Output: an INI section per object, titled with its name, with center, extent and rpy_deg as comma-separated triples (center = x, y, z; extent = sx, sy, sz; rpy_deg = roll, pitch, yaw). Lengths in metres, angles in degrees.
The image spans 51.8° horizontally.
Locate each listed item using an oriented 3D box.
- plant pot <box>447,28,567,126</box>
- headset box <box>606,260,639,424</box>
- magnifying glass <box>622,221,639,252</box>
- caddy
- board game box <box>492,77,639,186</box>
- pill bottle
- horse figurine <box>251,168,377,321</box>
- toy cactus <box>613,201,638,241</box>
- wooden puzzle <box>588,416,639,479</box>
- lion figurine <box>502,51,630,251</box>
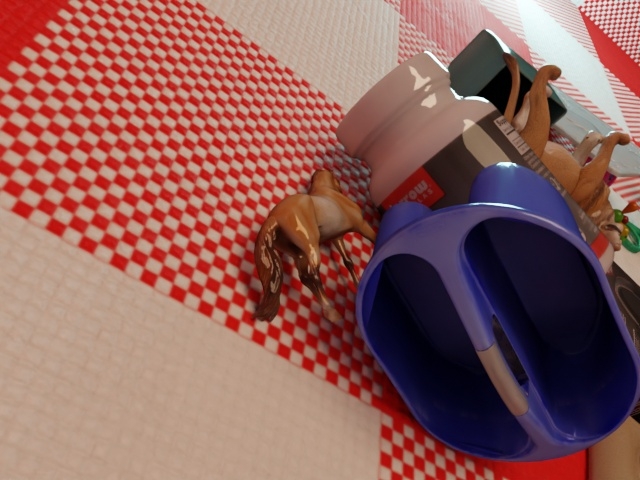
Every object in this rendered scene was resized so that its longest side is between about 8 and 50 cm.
[plant pot]
center = 0.346, -0.304, 1.312
extent = 0.165, 0.165, 0.234
rpy_deg = 30, 36, -23
[headset box]
center = 0.479, 0.166, 1.057
extent = 0.293, 0.110, 0.218
rpy_deg = 42, 37, -8
[magnifying glass]
center = 0.762, -0.009, 1.580
extent = 0.230, 0.026, 0.092
rpy_deg = 3, 56, -42
[caddy]
center = 0.183, 0.091, 0.690
extent = 0.341, 0.241, 0.179
rpy_deg = 57, 24, -24
[board game box]
center = 0.581, -0.255, 1.514
extent = 0.389, 0.050, 0.390
rpy_deg = -6, 46, -48
[pill bottle]
center = 0.197, -0.058, 0.892
extent = 0.363, 0.210, 0.210
rpy_deg = 51, 36, 5
[horse figurine]
center = 0.000, 0.000, 0.761
extent = 0.263, 0.066, 0.175
rpy_deg = -25, 84, -55
[toy cactus]
center = 0.582, -0.092, 1.420
extent = 0.218, 0.112, 0.181
rpy_deg = 30, 29, -10
[wooden puzzle]
center = 0.509, 0.408, 0.848
extent = 0.347, 0.080, 0.322
rpy_deg = 36, 37, -2
[lion figurine]
center = 0.402, -0.128, 1.162
extent = 0.392, 0.240, 0.142
rpy_deg = 31, 2, -22
